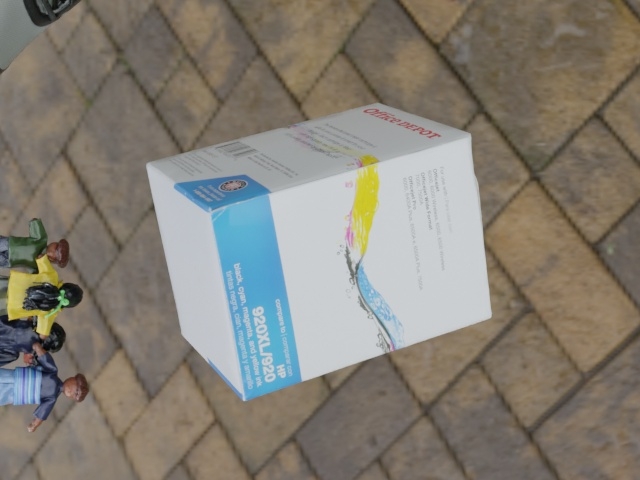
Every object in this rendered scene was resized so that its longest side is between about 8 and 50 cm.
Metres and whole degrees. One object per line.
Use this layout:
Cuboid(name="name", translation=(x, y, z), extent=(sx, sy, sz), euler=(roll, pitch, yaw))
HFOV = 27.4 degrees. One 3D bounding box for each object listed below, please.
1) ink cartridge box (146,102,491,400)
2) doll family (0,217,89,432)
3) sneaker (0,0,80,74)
Cuboid(name="ink cartridge box", translation=(0.000, 0.000, 1.108), extent=(0.171, 0.232, 0.168), euler=(-147, 44, -62))
Cuboid(name="doll family", translation=(-0.270, 0.079, 1.217), extent=(0.076, 0.111, 0.193), euler=(-126, 39, -67))
Cuboid(name="sneaker", translation=(-0.187, -0.232, 0.997), extent=(0.108, 0.100, 0.271), euler=(24, 68, 16))
